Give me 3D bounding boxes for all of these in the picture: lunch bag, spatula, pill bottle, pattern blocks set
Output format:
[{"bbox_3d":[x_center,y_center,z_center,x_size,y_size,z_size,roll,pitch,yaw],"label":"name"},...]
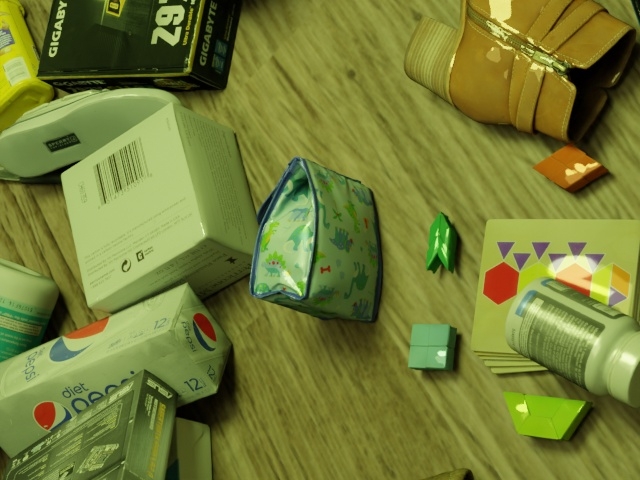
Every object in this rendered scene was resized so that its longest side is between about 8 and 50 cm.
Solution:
[{"bbox_3d":[0.000,0.000,1.582,0.096,0.129,0.151,3,79,36],"label":"lunch bag"},{"bbox_3d":[-0.405,-0.090,1.966,0.296,0.030,0.084,3,65,35],"label":"spatula"},{"bbox_3d":[-0.427,0.150,1.838,0.146,0.146,0.264,20,88,38],"label":"pill bottle"},{"bbox_3d":[0.242,0.093,1.375,0.137,0.078,0.078,29,94,38],"label":"pill bottle"},{"bbox_3d":[0.235,0.050,1.460,0.325,0.026,0.285,11,83,37],"label":"pattern blocks set"}]

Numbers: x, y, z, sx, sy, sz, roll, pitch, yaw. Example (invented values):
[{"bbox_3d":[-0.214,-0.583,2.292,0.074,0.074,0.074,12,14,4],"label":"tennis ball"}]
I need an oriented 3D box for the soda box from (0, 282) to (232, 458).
[{"bbox_3d":[-0.246,0.153,1.705,0.286,0.098,0.091,-23,27,24],"label":"soda box"}]

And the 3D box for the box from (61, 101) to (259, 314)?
[{"bbox_3d":[-0.179,-0.027,1.727,0.181,0.119,0.182,-30,61,26],"label":"box"}]

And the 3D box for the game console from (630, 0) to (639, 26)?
[{"bbox_3d":[0.427,-0.182,1.296,0.250,0.173,0.293,-27,63,28],"label":"game console"}]

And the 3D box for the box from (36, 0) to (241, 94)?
[{"bbox_3d":[-0.207,-0.343,1.869,0.257,0.079,0.322,4,79,35],"label":"box"}]

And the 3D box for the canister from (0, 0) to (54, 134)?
[{"bbox_3d":[-0.426,-0.229,1.997,0.126,0.073,0.170,-39,59,21],"label":"canister"}]

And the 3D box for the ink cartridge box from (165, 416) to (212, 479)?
[{"bbox_3d":[-0.208,0.268,1.698,0.180,0.060,0.104,-18,66,32],"label":"ink cartridge box"}]

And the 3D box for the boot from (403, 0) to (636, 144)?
[{"bbox_3d":[0.216,-0.247,1.508,0.220,0.109,0.283,29,96,39],"label":"boot"}]

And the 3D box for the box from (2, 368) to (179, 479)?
[{"bbox_3d":[-0.256,0.263,1.608,0.231,0.056,0.183,-35,30,27],"label":"box"}]

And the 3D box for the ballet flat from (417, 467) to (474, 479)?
[{"bbox_3d":[0.179,0.343,1.380,0.124,0.116,0.342,-34,53,1],"label":"ballet flat"}]

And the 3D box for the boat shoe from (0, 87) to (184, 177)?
[{"bbox_3d":[-0.278,-0.149,1.856,0.258,0.095,0.084,-8,37,20],"label":"boat shoe"}]
